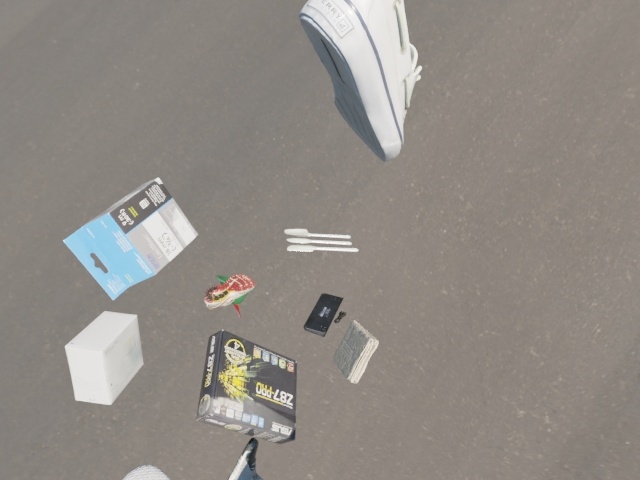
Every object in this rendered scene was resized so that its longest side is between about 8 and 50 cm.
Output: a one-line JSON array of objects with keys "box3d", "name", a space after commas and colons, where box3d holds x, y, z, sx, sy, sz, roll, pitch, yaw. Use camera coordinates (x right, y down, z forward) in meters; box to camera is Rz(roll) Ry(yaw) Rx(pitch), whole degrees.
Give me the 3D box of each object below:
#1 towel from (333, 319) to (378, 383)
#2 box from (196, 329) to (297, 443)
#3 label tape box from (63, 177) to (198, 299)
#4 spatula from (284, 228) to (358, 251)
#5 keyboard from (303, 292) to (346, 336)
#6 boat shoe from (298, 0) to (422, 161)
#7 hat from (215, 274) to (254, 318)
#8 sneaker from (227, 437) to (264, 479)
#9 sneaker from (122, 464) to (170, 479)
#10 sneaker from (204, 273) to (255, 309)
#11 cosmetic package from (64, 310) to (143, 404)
[{"box3d": [0.132, 0.426, 1.697, 0.049, 0.282, 0.187, 29, 89, -12], "name": "towel"}, {"box3d": [-0.257, 0.551, 1.644, 0.097, 0.395, 0.318, -30, 41, 32], "name": "box"}, {"box3d": [-0.583, -0.010, 1.402, 0.105, 0.241, 0.334, -10, 30, 37], "name": "label tape box"}, {"box3d": [0.000, 0.000, 1.516, 0.242, 0.019, 0.168, 2, 21, -9], "name": "spatula"}, {"box3d": [0.025, 0.243, 1.432, 0.108, 0.023, 0.180, 12, 37, 17], "name": "keyboard"}, {"box3d": [0.056, -0.140, 0.387, 0.076, 0.226, 0.083, -41, 74, 4], "name": "boat shoe"}, {"box3d": [-0.396, 0.271, 1.950, 0.173, 0.208, 0.184, 23, 92, 60], "name": "hat"}, {"box3d": [-0.223, 0.776, 1.482, 0.132, 0.086, 0.229, 29, 110, 4], "name": "sneaker"}, {"box3d": [-0.360, 0.692, 0.949, 0.210, 0.137, 0.366, -43, 71, 30], "name": "sneaker"}, {"box3d": [-0.368, 0.208, 1.776, 0.225, 0.093, 0.088, -19, 57, -33], "name": "sneaker"}, {"box3d": [-0.746, 0.404, 1.541, 0.138, 0.225, 0.224, 4, 23, 6], "name": "cosmetic package"}]
